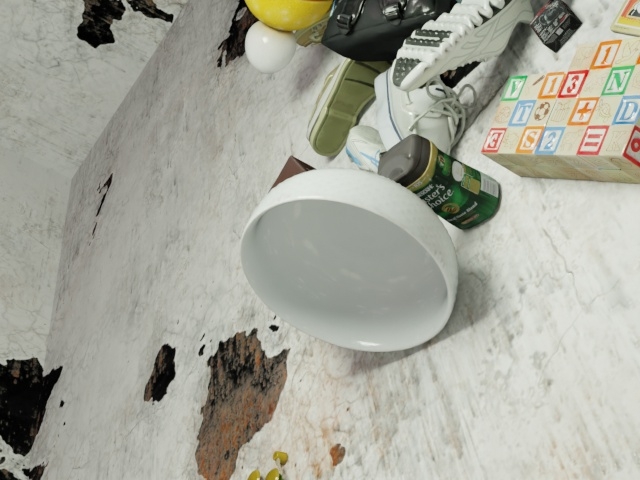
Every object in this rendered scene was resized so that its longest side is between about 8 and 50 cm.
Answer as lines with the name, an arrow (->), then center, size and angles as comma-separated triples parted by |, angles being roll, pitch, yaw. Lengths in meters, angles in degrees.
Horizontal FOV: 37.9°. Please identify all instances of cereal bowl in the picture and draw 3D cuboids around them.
cereal bowl -> 0.054, 0.014, 1.428 | 0.339, 0.339, 0.141 | -33, 26, 46

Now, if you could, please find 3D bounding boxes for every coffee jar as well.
coffee jar -> 0.181, -0.090, 1.436 | 0.096, 0.184, 0.079 | -32, 40, 47

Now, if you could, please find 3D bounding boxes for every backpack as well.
backpack -> 0.181, -0.526, 1.769 | 0.290, 0.273, 0.356 | -5, 77, 43

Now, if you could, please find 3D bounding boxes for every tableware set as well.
tableware set -> -0.104, 0.443, 1.663 | 0.154, 0.024, 0.104 | -58, 24, 14

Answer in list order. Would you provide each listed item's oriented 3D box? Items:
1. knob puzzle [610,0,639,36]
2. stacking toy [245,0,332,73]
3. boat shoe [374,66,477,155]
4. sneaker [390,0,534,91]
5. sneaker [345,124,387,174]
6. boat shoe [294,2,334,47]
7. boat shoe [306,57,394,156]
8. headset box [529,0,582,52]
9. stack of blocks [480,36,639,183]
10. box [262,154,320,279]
knob puzzle -> 0.498, -0.370, 1.286 | 0.213, 0.030, 0.213 | -42, 33, 36
stacking toy -> -0.070, -0.581, 2.024 | 0.351, 0.350, 0.480 | -106, 32, -54
boat shoe -> 0.195, -0.223, 1.620 | 0.156, 0.136, 0.367 | -36, 28, 22
sneaker -> 0.242, -0.330, 1.534 | 0.292, 0.118, 0.110 | -41, 33, -10
sneaker -> 0.119, -0.144, 1.736 | 0.237, 0.085, 0.086 | -133, 40, -56
boat shoe -> 0.037, -0.501, 2.158 | 0.104, 0.089, 0.285 | -42, 14, -32
boat shoe -> 0.057, -0.327, 1.956 | 0.302, 0.113, 0.103 | -55, 33, 20
headset box -> 0.373, -0.348, 1.490 | 0.062, 0.032, 0.083 | -50, 29, 25
stack of blocks -> 0.368, -0.177, 1.283 | 0.297, 0.087, 0.171 | 11, 77, 63
box -> 0.000, 0.000, 1.742 | 0.191, 0.143, 0.381 | -59, 28, 11
